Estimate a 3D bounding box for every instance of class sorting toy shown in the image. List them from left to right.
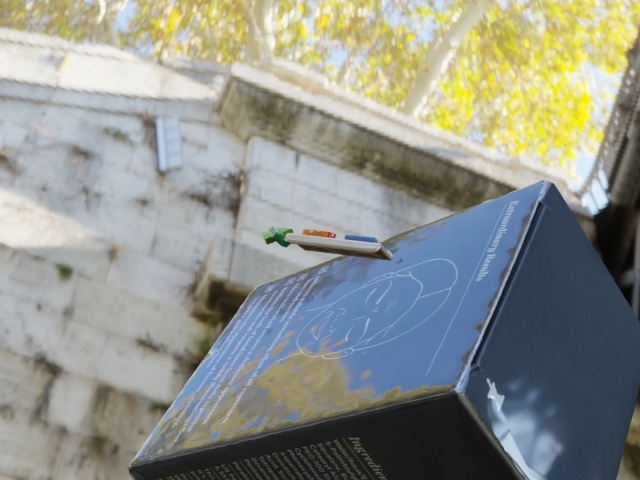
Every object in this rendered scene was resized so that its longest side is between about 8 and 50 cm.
[{"bbox_3d":[0.000,0.000,0.663,0.083,0.062,0.012,7,-94,12],"label":"sorting toy"}]

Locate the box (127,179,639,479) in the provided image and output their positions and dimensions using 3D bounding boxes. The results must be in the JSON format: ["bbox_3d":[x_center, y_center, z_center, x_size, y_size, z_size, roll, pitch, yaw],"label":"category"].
[{"bbox_3d":[0.069,0.156,1.037,0.395,0.293,0.212,-21,-67,39],"label":"box"}]
